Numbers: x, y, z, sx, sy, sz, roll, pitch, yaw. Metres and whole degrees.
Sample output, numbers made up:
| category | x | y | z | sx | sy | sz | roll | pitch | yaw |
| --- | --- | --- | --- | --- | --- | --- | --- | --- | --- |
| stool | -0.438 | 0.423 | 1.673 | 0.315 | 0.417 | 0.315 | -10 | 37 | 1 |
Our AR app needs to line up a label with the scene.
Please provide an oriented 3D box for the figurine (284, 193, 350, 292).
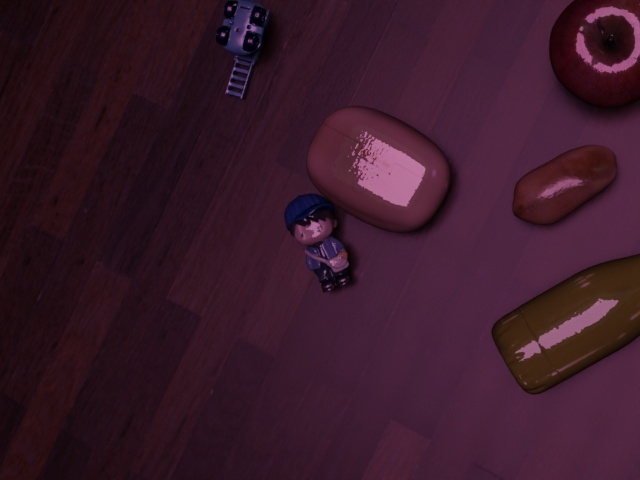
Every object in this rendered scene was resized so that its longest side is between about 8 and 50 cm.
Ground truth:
| category | x | y | z | sx | sy | sz | roll | pitch | yaw |
| --- | --- | --- | --- | --- | --- | --- | --- | --- | --- |
| figurine | 0.002 | -0.002 | 1.569 | 0.077 | 0.079 | 0.136 | -22 | 105 | 14 |

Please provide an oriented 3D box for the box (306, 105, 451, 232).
| category | x | y | z | sx | sy | sz | roll | pitch | yaw |
| --- | --- | --- | --- | --- | --- | --- | --- | --- | --- |
| box | 0.078 | -0.098 | 1.534 | 0.200 | 0.088 | 0.146 | 30 | 94 | 14 |

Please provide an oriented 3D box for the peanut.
| category | x | y | z | sx | sy | sz | roll | pitch | yaw |
| --- | --- | --- | --- | --- | --- | --- | --- | --- | --- |
| peanut | 0.319 | -0.073 | 1.477 | 0.152 | 0.076 | 0.076 | -31 | 79 | 14 |

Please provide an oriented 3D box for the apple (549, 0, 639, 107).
| category | x | y | z | sx | sy | sz | roll | pitch | yaw |
| --- | --- | --- | --- | --- | --- | --- | --- | --- | --- |
| apple | 0.372 | -0.246 | 1.448 | 0.154 | 0.120 | 0.153 | 0 | 92 | 12 |

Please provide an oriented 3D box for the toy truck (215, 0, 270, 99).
| category | x | y | z | sx | sy | sz | roll | pitch | yaw |
| --- | --- | --- | --- | --- | --- | --- | --- | --- | --- |
| toy truck | -0.113 | -0.275 | 1.605 | 0.063 | 0.074 | 0.136 | 19 | 91 | 16 |

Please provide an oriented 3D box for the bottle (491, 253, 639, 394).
| category | x | y | z | sx | sy | sz | roll | pitch | yaw |
| --- | --- | --- | --- | --- | --- | --- | --- | --- | --- |
| bottle | 0.353 | 0.091 | 1.435 | 0.260 | 0.112 | 0.112 | -32 | 79 | 12 |
